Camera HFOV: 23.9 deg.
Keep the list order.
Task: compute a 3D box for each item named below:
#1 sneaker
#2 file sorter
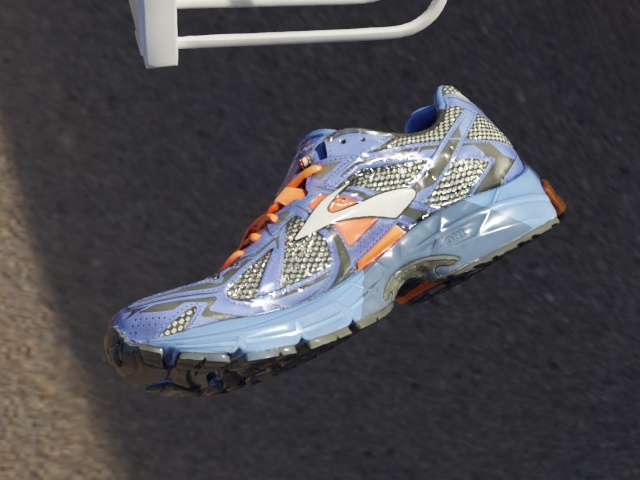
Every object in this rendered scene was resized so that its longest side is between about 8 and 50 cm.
[{"bbox_3d":[0.000,0.000,0.645,0.087,0.221,0.083,61,147,6],"label":"sneaker"},{"bbox_3d":[-0.038,-0.247,0.900,0.173,0.277,0.193,-4,119,-11],"label":"file sorter"}]
